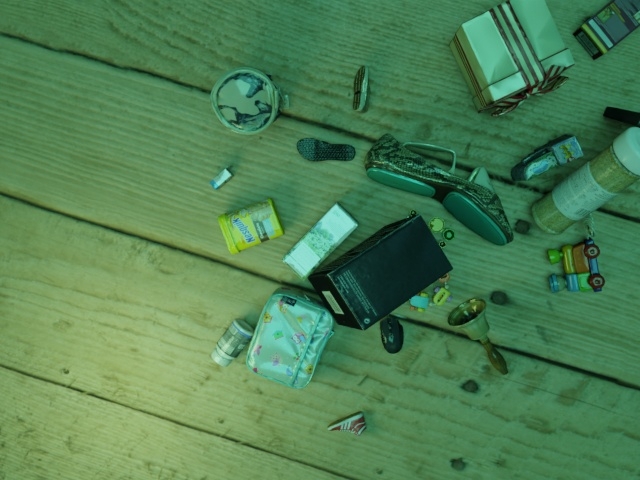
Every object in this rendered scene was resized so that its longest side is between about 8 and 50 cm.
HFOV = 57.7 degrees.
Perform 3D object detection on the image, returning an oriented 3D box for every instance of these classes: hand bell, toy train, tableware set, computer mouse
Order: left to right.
[{"bbox_3d":[0.207,0.226,1.759,0.071,0.041,0.242,-10,93,6],"label":"computer mouse"},{"bbox_3d":[0.322,-0.033,1.737,0.154,0.024,0.104,41,96,1],"label":"tableware set"},{"bbox_3d":[0.326,0.142,1.743,0.166,0.046,0.125,-27,91,3],"label":"toy train"},{"bbox_3d":[0.493,0.305,1.725,0.126,0.126,0.242,-33,103,6],"label":"hand bell"},{"bbox_3d":[0.725,0.030,1.682,0.143,0.105,0.248,-10,94,18],"label":"toy train"}]

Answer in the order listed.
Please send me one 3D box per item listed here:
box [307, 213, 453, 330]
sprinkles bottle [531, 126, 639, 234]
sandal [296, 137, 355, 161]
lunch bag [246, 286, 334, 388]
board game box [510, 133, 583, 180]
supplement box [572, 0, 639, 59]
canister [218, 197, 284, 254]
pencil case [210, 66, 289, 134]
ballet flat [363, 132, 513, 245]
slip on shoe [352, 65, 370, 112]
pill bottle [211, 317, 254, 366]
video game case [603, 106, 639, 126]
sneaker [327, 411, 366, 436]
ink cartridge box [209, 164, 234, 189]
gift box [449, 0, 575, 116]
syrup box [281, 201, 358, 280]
[{"bbox_3d":[0.154,0.090,1.587,0.294,0.296,0.183,-34,92,-12],"label":"box"},{"bbox_3d":[0.724,-0.147,1.545,0.121,0.355,0.121,13,56,-20],"label":"sprinkles bottle"},{"bbox_3d":[0.014,-0.267,1.738,0.179,0.040,0.067,6,101,-11],"label":"sandal"},{"bbox_3d":[-0.084,0.292,1.751,0.224,0.108,0.279,22,96,2],"label":"lunch bag"},{"bbox_3d":[0.637,-0.234,1.612,0.194,0.194,0.060,-27,92,5],"label":"board game box"},{"bbox_3d":[0.824,-0.613,1.623,0.188,0.081,0.104,-39,91,6],"label":"supplement box"},{"bbox_3d":[-0.207,-0.045,1.751,0.169,0.073,0.126,-20,93,4],"label":"canister"},{"bbox_3d":[-0.181,-0.375,1.554,0.183,0.410,0.160,-13,104,1],"label":"pencil case"},{"bbox_3d":[0.365,-0.171,1.669,0.482,0.164,0.182,28,76,3],"label":"ballet flat"},{"bbox_3d":[0.127,-0.445,1.711,0.041,0.051,0.135,7,87,-36],"label":"slip on shoe"},{"bbox_3d":[-0.271,0.314,1.782,0.078,0.078,0.137,37,97,1],"label":"pill bottle"},{"bbox_3d":[0.920,-0.296,1.546,0.248,0.275,0.035,19,109,3],"label":"video game case"},{"bbox_3d":[0.084,0.582,1.796,0.118,0.042,0.067,-23,89,4],"label":"sneaker"},{"bbox_3d":[-0.292,-0.191,1.757,0.083,0.048,0.028,-40,91,7],"label":"ink cartridge box"},{"bbox_3d":[0.506,-0.488,1.567,0.255,0.276,0.258,-25,94,11],"label":"gift box"},{"bbox_3d":[0.000,0.000,1.727,0.093,0.096,0.237,44,96,-2],"label":"syrup box"}]
